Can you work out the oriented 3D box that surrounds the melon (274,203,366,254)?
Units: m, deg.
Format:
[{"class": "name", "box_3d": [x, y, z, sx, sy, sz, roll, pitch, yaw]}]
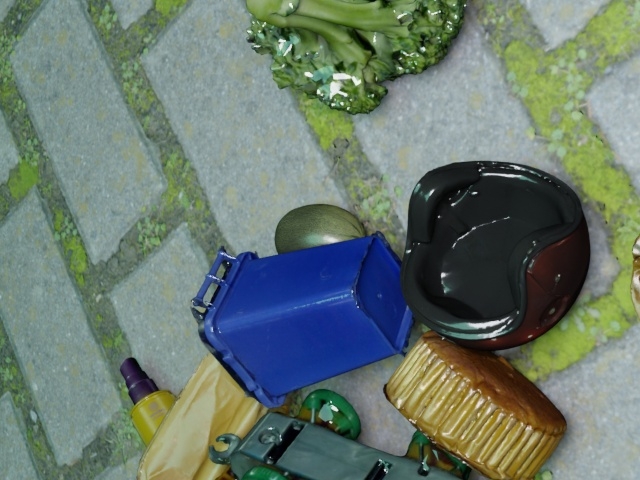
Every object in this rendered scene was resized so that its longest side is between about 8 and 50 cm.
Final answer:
[{"class": "melon", "box_3d": [0.000, 0.000, 1.377, 0.131, 0.098, 0.098, 6, 96, 37]}]

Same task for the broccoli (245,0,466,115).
[{"class": "broccoli", "box_3d": [0.035, -0.297, 1.254, 0.235, 0.260, 0.288, -122, 43, -65]}]

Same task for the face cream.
[{"class": "face cream", "box_3d": [-0.230, 0.291, 1.597, 0.273, 0.078, 0.078, 53, 123, 25]}]

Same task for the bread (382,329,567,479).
[{"class": "bread", "box_3d": [0.177, 0.181, 1.186, 0.199, 0.199, 0.104, 38, 102, 32]}]

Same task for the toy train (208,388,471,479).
[{"class": "toy train", "box_3d": [0.046, 0.345, 1.289, 0.429, 0.178, 0.249, 15, 131, 28]}]

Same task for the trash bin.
[{"class": "trash bin", "box_3d": [-0.017, 0.082, 1.284, 0.235, 0.162, 0.184, -17, 123, 33]}]

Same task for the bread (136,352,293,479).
[{"class": "bread", "box_3d": [-0.141, 0.268, 1.466, 0.136, 0.107, 0.241, 30, 90, 28]}]

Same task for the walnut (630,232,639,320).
[{"class": "walnut", "box_3d": [0.412, 0.050, 1.040, 0.211, 0.087, 0.167, 34, 106, 32]}]

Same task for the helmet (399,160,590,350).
[{"class": "helmet", "box_3d": [0.191, 0.018, 1.154, 0.189, 0.193, 0.216, 37, 86, 37]}]
